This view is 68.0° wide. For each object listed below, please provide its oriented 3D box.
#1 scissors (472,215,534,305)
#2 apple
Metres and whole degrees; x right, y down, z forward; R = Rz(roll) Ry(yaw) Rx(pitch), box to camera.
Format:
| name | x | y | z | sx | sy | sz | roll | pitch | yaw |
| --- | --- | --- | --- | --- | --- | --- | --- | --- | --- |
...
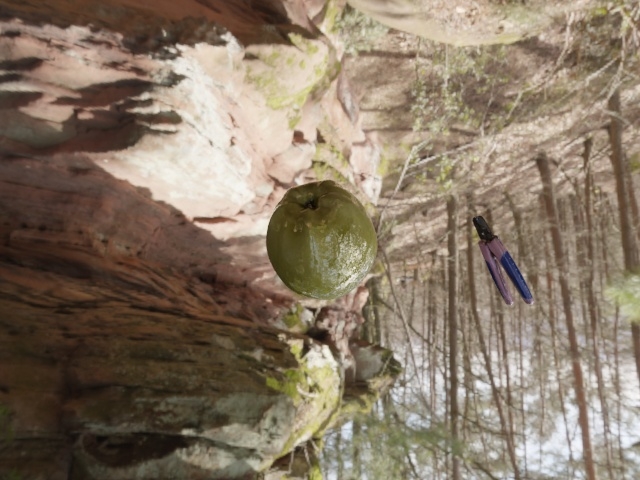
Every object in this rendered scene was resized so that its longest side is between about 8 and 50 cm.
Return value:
| name | x | y | z | sx | sy | sz | roll | pitch | yaw |
| --- | --- | --- | --- | --- | --- | --- | --- | --- | --- |
| scissors | 0.200 | 0.023 | 0.530 | 0.012 | 0.113 | 0.039 | -30 | -174 | -26 |
| apple | 0.000 | 0.000 | 0.794 | 0.200 | 0.199 | 0.200 | 4 | 169 | 1 |
